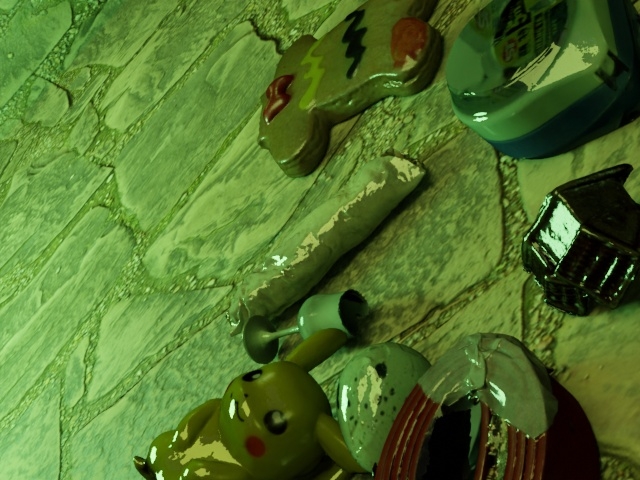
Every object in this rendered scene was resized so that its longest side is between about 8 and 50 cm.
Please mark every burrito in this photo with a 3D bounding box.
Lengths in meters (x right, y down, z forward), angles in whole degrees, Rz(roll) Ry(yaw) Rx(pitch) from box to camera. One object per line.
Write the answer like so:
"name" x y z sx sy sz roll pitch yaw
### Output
"burrito" 0.000 0.000 1.628 0.392 0.076 0.117 -42 27 9

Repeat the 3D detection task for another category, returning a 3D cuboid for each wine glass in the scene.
"wine glass" -0.021 0.123 1.523 0.195 0.079 0.079 -19 44 40

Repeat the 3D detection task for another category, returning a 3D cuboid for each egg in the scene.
"egg" 0.080 0.201 1.277 0.131 0.131 0.164 -25 36 34

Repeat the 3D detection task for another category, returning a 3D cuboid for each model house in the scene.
"model house" 0.316 0.017 1.226 0.152 0.106 0.165 -115 32 -42

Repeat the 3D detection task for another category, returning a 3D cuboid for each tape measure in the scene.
"tape measure" 0.301 -0.248 1.454 0.262 0.138 0.259 -28 38 30

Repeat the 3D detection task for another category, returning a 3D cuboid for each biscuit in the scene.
"biscuit" 0.039 -0.306 1.881 0.394 0.076 0.368 -28 38 30

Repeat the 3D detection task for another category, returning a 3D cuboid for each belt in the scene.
"belt" 0.172 0.251 1.134 0.227 0.115 0.324 -20 43 37

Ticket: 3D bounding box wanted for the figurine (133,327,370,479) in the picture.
"figurine" -0.083 0.274 1.376 0.327 0.169 0.218 -42 49 17
